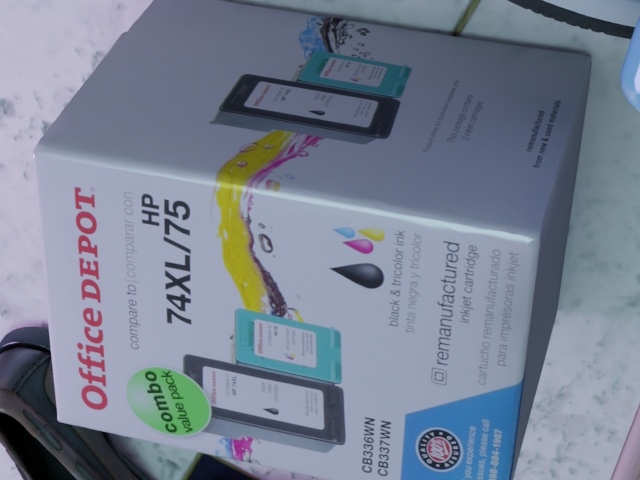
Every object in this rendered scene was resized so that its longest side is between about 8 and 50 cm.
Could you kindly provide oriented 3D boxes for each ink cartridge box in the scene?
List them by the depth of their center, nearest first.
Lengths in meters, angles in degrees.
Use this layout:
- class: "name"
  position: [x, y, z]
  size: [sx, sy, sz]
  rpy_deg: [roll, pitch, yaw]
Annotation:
- class: "ink cartridge box"
  position: [0.000, 0.000, 0.926]
  size: [0.270, 0.197, 0.198]
  rpy_deg: [10, 126, 12]

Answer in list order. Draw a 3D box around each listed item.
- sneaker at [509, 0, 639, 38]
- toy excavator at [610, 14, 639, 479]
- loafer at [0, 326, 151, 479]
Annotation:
- class: "sneaker"
  position: [0.103, -0.235, 0.781]
  size: [0.295, 0.124, 0.178]
  rpy_deg: [30, 137, -3]
- class: "toy excavator"
  position: [0.202, -0.051, 0.663]
  size: [0.222, 0.433, 0.445]
  rpy_deg: [18, 123, 11]
- class: "loafer"
  position: [-0.183, 0.192, 1.193]
  size: [0.096, 0.084, 0.268]
  rpy_deg: [-11, 120, 24]
